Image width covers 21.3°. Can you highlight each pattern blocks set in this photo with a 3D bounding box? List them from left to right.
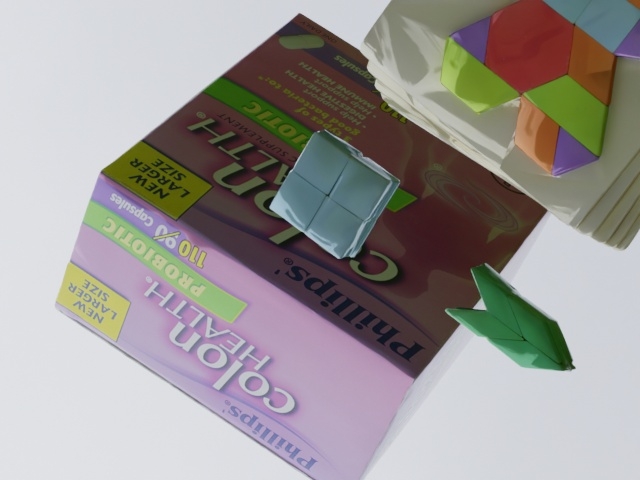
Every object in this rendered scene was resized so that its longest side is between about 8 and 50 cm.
[{"bbox_3d":[0.118,-0.106,0.747,0.285,0.324,0.026,26,-167,21],"label":"pattern blocks set"}]

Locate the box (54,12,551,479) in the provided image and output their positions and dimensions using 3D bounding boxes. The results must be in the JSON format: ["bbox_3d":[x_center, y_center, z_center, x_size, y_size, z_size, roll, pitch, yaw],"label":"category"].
[{"bbox_3d":[0.000,0.000,1.048,0.214,0.117,0.243,33,-139,10],"label":"box"}]
